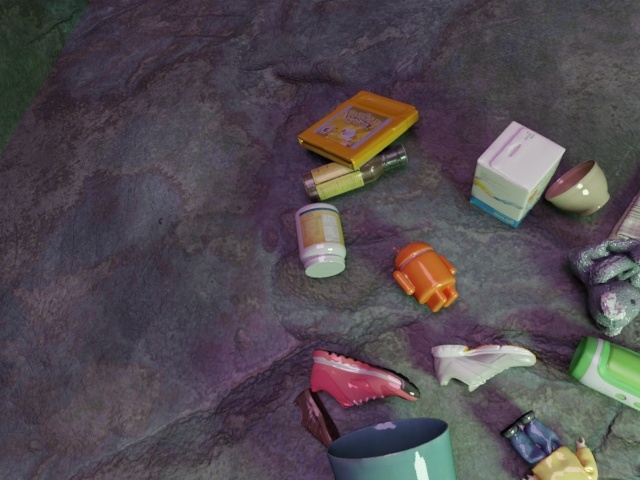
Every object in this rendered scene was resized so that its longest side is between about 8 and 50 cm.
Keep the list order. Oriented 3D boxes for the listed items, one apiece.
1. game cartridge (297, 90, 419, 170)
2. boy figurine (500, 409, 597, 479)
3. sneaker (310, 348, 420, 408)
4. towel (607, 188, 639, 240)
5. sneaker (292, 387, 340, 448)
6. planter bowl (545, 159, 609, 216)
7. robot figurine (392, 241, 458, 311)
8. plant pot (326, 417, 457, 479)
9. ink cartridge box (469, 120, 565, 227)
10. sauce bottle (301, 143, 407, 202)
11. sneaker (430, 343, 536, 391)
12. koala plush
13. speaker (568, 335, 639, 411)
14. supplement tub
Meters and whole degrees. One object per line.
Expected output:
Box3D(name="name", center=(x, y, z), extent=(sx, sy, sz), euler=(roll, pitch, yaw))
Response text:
Box3D(name="game cartridge", center=(0.128, -0.384, 1.589), extent=(0.324, 0.052, 0.285), euler=(-41, 48, -19))
Box3D(name="boy figurine", center=(0.573, 0.544, 1.116), extent=(0.177, 0.092, 0.285), euler=(-38, 65, -7))
Box3D(name="sneaker", center=(0.113, 0.400, 1.287), extent=(0.314, 0.116, 0.136), euler=(12, 79, 24))
Box3D(name="towel", center=(1.009, -0.043, 1.286), extent=(0.312, 0.056, 0.324), euler=(31, 74, 29))
Box3D(name="sneaker", center=(-0.010, 0.501, 1.288), extent=(0.071, 0.066, 0.188), euler=(-39, 57, 12))
Box3D(name="planter bowl", center=(0.755, -0.138, 1.363), extent=(0.162, 0.162, 0.109), euler=(-44, 91, -9))
Box3D(name="robot figurine", center=(0.301, 0.095, 1.361), extent=(0.158, 0.128, 0.219), euler=(-35, 64, 7))
Box3D(name="plant pot", center=(0.182, 0.572, 1.092), extent=(0.293, 0.293, 0.234), euler=(-14, 81, 6))
Box3D(name="ink cartridge box", center=(0.562, -0.185, 1.370), extent=(0.168, 0.232, 0.171), euler=(38, 79, 25))
Box3D(name="sauce bottle", center=(0.114, -0.226, 1.558), extent=(0.345, 0.111, 0.111), euler=(-18, 63, 3))
Box3D(name="sneaker", center=(0.430, 0.338, 1.249), extent=(0.263, 0.099, 0.120), euler=(-5, 72, 19))
Box3D(name="koala plush", center=(0.752, 0.127, 1.223), extent=(0.204, 0.196, 0.221), euler=(1, 66, 25))
Box3D(name="speaker", center=(0.776, 0.347, 1.142), extent=(0.297, 0.131, 0.131), euler=(25, 73, 22))
Box3D(name="supplement tub", center=(0.000, 0.000, 1.459), extent=(0.145, 0.144, 0.199), euler=(-12, 64, 7))
